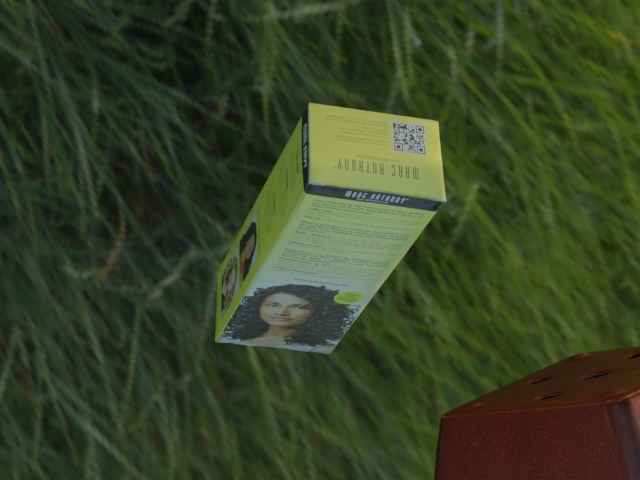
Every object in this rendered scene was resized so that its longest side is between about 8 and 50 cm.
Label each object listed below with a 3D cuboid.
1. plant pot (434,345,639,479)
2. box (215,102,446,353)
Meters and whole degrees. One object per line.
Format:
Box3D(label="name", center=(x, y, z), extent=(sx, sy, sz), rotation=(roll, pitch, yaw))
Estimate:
Box3D(label="plant pot", center=(0.235, 0.211, 1.265), extent=(0.267, 0.267, 0.235), rotation=(-18, 93, -42))
Box3D(label="box", center=(0.000, 0.000, 1.064), extent=(0.087, 0.058, 0.232), rotation=(6, 151, -14))
